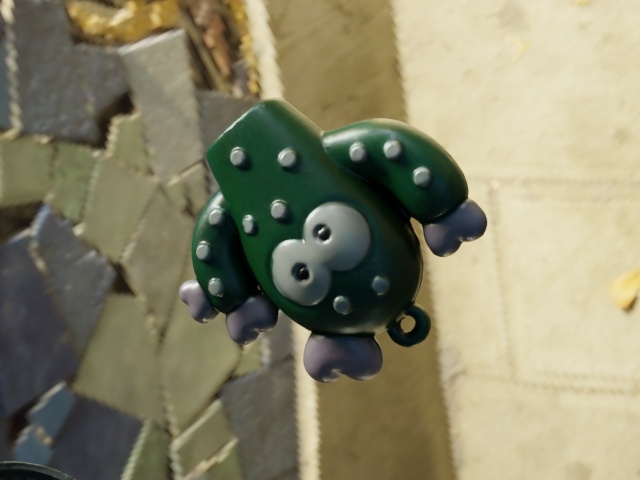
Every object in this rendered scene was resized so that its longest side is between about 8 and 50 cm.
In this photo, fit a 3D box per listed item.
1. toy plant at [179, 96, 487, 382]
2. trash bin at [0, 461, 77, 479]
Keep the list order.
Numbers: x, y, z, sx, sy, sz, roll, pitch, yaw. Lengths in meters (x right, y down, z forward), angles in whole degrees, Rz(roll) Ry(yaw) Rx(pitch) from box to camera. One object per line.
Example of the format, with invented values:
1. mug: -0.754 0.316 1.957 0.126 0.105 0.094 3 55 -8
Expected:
1. toy plant: 0.004 -0.002 1.492 0.243 0.112 0.233 25 103 11
2. trash bin: -0.311 0.342 1.789 0.175 0.175 0.161 30 123 15
